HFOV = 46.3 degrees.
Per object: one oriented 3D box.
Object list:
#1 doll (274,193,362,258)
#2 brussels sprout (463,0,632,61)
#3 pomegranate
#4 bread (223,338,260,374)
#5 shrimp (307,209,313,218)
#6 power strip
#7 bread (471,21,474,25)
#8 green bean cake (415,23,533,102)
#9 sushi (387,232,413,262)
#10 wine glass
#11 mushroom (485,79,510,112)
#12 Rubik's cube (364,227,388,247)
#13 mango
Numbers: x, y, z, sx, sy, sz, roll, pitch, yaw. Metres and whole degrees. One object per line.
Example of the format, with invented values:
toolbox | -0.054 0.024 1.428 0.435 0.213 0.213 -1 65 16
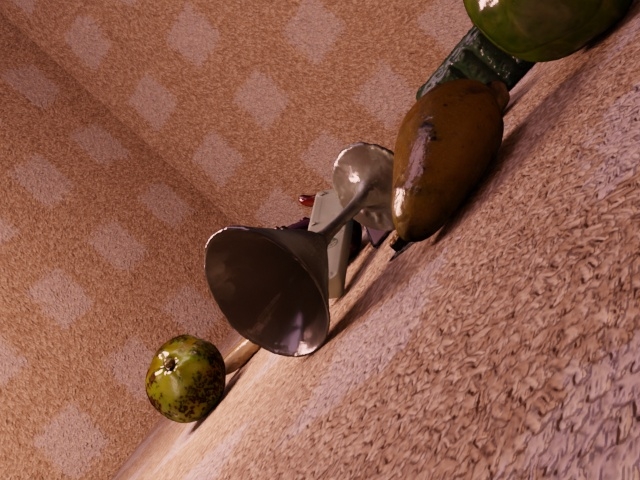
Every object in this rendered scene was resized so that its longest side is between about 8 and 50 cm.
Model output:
doll | -0.050 0.028 1.898 0.339 0.209 0.318 -41 19 5
brussels sprout | 0.386 -0.471 1.293 0.281 0.289 0.355 -44 32 49
pomegranate | -0.361 0.373 1.991 0.222 0.204 0.276 -66 7 -23
bread | -0.211 0.308 2.093 0.214 0.053 0.073 -44 7 11
shrimp | 0.000 -0.005 2.223 0.410 0.166 0.221 -42 -22 20
power strip | 0.019 0.006 1.649 0.091 0.062 0.385 -10 34 14
bread | 0.504 -0.599 1.947 0.236 0.236 0.070 -47 10 16
green bean cake | 0.382 -0.416 1.894 0.300 0.169 0.308 -47 2 11
sushi | 0.168 -0.029 1.331 0.120 0.026 0.126 -49 4 -37
wine glass | 0.009 -0.008 1.397 0.406 0.267 0.267 -43 0 -41
mushroom | 0.311 -0.255 1.672 0.107 0.087 0.333 -50 2 -22
Rubik's cube | 0.129 -0.123 1.698 0.190 0.178 0.211 -44 5 8
mango | 0.193 -0.142 1.211 0.329 0.175 0.177 -51 -40 -47
